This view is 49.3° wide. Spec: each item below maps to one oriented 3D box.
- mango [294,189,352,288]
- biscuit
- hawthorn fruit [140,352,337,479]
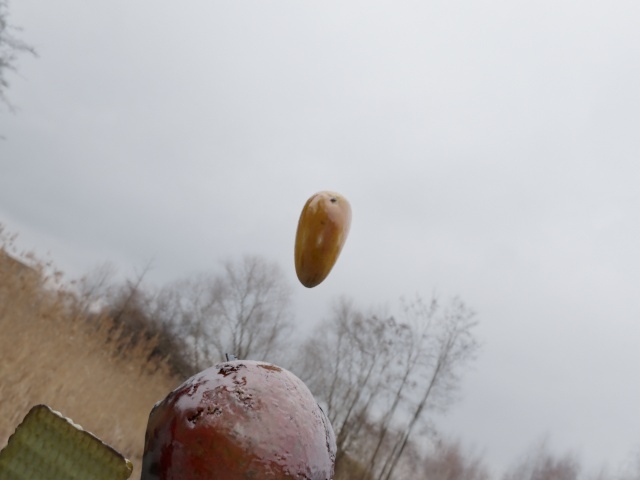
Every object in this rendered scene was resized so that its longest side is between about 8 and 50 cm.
[{"bbox_3d":[0.000,0.000,1.490,0.113,0.219,0.145,12,10,-9],"label":"mango"},{"bbox_3d":[-0.405,0.371,0.991,0.172,0.254,0.029,38,-2,-9],"label":"biscuit"},{"bbox_3d":[-0.133,0.337,1.098,0.316,0.315,0.316,24,-18,8],"label":"hawthorn fruit"}]
